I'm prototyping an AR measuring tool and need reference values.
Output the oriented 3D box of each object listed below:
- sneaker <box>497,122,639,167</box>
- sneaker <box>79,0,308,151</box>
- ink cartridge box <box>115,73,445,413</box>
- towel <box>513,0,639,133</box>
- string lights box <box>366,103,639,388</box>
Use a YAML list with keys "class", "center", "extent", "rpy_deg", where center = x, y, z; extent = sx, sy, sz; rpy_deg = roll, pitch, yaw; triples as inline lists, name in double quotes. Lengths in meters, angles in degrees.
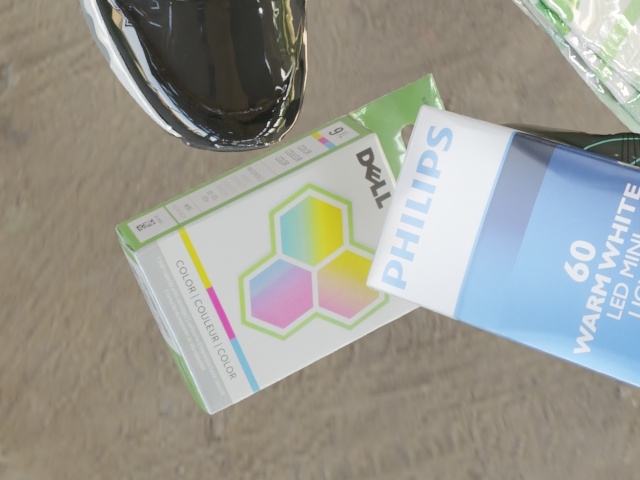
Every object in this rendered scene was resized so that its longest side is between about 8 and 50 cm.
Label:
- class: "sneaker"
  center: [0.196, -0.006, 1.018]
  extent: [0.267, 0.106, 0.101]
  rpy_deg: [21, 129, 31]
- class: "sneaker"
  center: [-0.059, -0.183, 0.895]
  extent: [0.107, 0.124, 0.283]
  rpy_deg: [-9, 85, -16]
- class: "ink cartridge box"
  center: [0.000, 0.000, 1.138]
  extent: [0.209, 0.062, 0.109]
  rpy_deg: [-27, 111, -9]
- class: "towel"
  center: [0.173, -0.222, 1.048]
  extent: [0.248, 0.038, 0.325]
  rpy_deg: [-52, 130, 2]
- class: "string lights box"
  center: [0.162, 0.027, 0.712]
  extent: [0.260, 0.133, 0.077]
  rpy_deg: [20, 95, 34]
